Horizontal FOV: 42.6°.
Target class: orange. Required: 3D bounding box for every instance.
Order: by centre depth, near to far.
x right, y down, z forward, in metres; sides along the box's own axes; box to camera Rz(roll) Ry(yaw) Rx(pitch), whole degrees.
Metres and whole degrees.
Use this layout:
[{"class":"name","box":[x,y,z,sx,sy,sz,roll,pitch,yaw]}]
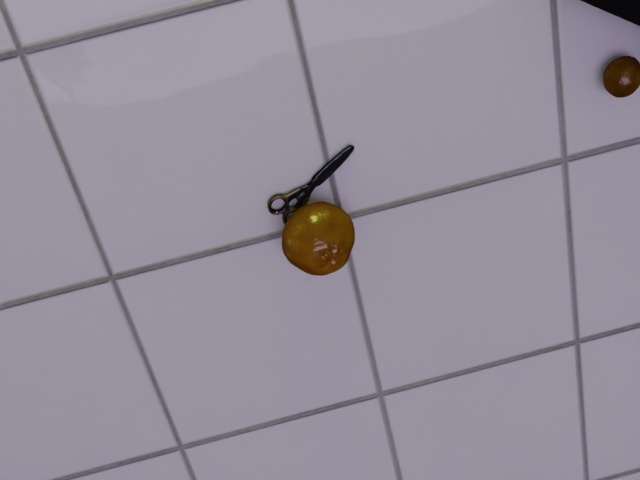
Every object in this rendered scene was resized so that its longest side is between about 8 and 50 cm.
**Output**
[{"class":"orange","box":[0.609,-0.330,1.652,0.085,0.085,0.085,-4,119,-7]},{"class":"orange","box":[0.000,0.000,1.683,0.159,0.136,0.158,-15,130,-19]}]

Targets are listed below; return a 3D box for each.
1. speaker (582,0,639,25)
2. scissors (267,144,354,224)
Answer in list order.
[{"class":"speaker","box":[0.569,-0.458,1.520,0.389,0.180,0.184,19,125,-16]},{"class":"scissors","box":[-0.012,-0.119,1.692,0.220,0.017,0.088,-43,117,14]}]
